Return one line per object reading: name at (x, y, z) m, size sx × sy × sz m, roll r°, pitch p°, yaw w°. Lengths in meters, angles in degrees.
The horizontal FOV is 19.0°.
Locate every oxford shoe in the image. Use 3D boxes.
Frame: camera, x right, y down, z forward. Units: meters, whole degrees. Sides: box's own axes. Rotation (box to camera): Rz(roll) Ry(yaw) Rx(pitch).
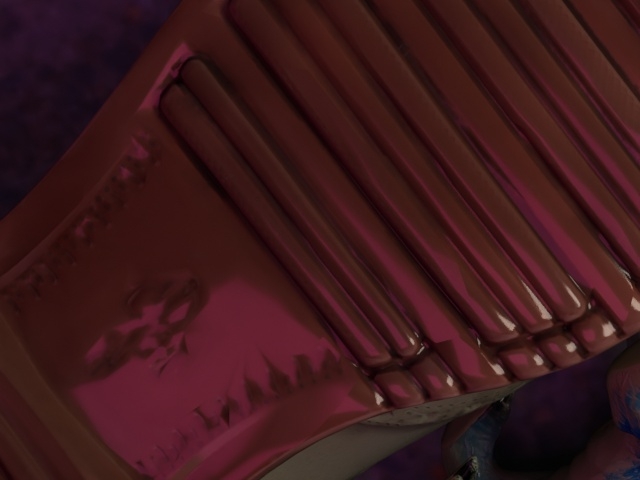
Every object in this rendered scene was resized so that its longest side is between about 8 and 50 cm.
oxford shoe at (0.000, 0.000, 0.551) m, size 0.397 × 0.146 × 0.140 m, roll -32°, pitch 83°, yaw 5°

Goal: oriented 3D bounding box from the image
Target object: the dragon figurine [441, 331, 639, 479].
dragon figurine at (0.102, 0.102, 0.577) m, size 0.289 × 0.085 × 0.144 m, roll -35°, pitch 99°, yaw 21°
